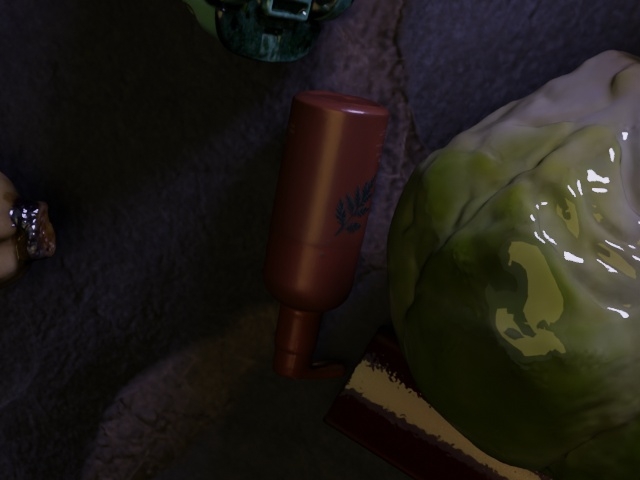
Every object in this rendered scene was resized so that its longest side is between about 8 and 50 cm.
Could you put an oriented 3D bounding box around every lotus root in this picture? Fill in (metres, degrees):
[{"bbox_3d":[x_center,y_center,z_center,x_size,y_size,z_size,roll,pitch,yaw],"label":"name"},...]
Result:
[{"bbox_3d":[-0.362,-0.004,0.918,0.257,0.140,0.154,-2,130,6],"label":"lotus root"}]

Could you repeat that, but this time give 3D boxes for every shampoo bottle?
[{"bbox_3d":[-0.002,0.000,0.864,0.085,0.085,0.244,12,106,11],"label":"shampoo bottle"},{"bbox_3d":[0.136,0.182,0.876,0.260,0.064,0.102,32,103,4],"label":"shampoo bottle"}]

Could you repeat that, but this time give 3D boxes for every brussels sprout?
[{"bbox_3d":[0.184,0.024,0.740,0.274,0.242,0.316,-2,97,7],"label":"brussels sprout"}]

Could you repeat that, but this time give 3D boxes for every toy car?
[{"bbox_3d":[-0.036,-0.294,0.789,0.125,0.136,0.306,20,105,31],"label":"toy car"}]
